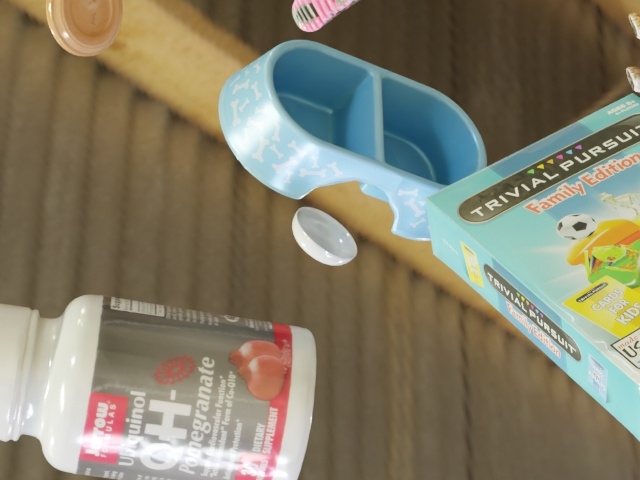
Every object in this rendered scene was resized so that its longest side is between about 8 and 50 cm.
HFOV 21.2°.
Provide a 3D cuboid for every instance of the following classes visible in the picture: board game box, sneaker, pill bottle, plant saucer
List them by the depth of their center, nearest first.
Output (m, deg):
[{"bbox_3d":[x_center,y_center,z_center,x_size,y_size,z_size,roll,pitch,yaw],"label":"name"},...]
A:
[{"bbox_3d":[-0.205,-0.204,1.511,0.083,0.013,0.084,-8,-80,-47],"label":"plant saucer"},{"bbox_3d":[0.294,0.013,1.583,0.253,0.336,0.079,-27,-49,-17],"label":"board game box"},{"bbox_3d":[-0.174,0.149,1.682,0.318,0.176,0.176,9,-117,-8],"label":"pill bottle"},{"bbox_3d":[0.016,-0.286,2.048,0.057,0.119,0.047,-25,-88,-43],"label":"sneaker"}]

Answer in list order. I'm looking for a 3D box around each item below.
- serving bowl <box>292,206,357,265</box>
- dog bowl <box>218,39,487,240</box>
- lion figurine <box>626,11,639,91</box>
[{"bbox_3d":[0.000,0.000,1.936,0.083,0.027,0.083,31,-154,-17],"label":"serving bowl"},{"bbox_3d":[0.042,-0.109,1.760,0.297,0.074,0.166,19,-130,-24],"label":"dog bowl"},{"bbox_3d":[0.508,-0.230,2.100,0.392,0.240,0.142,64,-174,-76],"label":"lion figurine"}]
